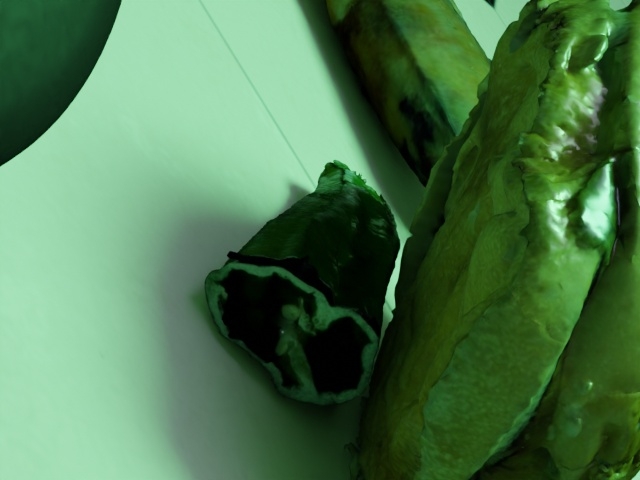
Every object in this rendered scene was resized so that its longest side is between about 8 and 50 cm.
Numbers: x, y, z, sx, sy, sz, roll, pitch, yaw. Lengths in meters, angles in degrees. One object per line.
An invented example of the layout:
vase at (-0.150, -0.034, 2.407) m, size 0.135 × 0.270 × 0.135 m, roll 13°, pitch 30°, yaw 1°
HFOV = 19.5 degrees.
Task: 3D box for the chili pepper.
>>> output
chili pepper at (0.000, 0.000, 0.924) m, size 0.088 × 0.059 × 0.227 m, roll 44°, pitch 19°, yaw -10°

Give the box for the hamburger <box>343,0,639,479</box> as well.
hamburger at (0.112, 0.018, 0.858) m, size 0.134 × 0.265 × 0.285 m, roll 22°, pitch 51°, yaw -8°

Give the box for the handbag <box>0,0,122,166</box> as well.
handbag at (-0.142, -0.158, 0.593) m, size 0.254 × 0.093 × 0.308 m, roll 20°, pitch 75°, yaw -57°

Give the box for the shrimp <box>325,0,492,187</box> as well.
shrimp at (0.103, -0.075, 1.258) m, size 0.272 × 0.085 × 0.445 m, roll 43°, pitch 18°, yaw -41°
